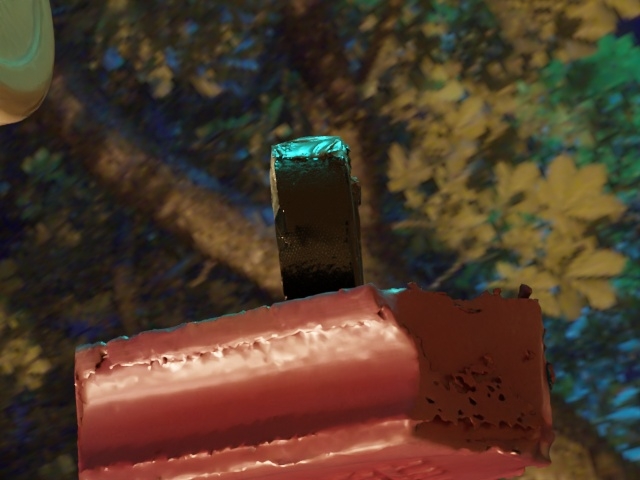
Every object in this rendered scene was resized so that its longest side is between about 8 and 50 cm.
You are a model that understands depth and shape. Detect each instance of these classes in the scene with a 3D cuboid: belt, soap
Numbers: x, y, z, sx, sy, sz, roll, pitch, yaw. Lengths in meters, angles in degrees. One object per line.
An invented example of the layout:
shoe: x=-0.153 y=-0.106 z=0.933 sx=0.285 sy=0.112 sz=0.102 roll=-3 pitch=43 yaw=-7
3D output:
belt: x=0.000 y=0.000 z=1.141 sx=0.058 sy=0.105 sz=0.140 roll=-6 pitch=-107 yaw=-1
soap: x=0.002 y=0.085 z=0.955 sx=0.162 sy=0.250 sz=0.099 roll=26 pitch=-125 yaw=-55

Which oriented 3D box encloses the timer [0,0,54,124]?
timer: x=-0.260 y=-0.085 z=0.705 sx=0.266 sy=0.175 sz=0.175 roll=-20 pitch=-96 yaw=12
